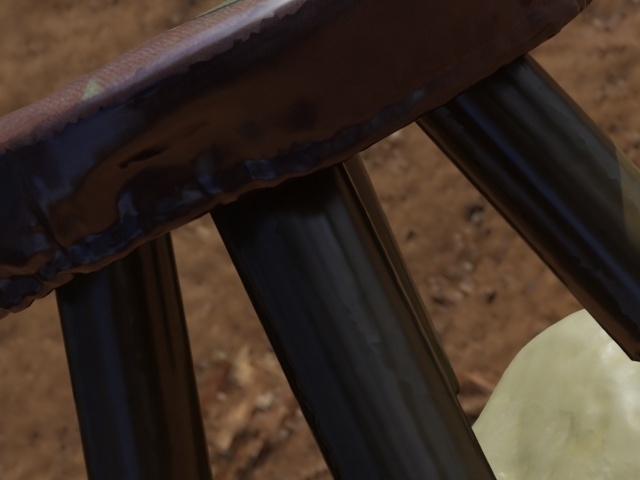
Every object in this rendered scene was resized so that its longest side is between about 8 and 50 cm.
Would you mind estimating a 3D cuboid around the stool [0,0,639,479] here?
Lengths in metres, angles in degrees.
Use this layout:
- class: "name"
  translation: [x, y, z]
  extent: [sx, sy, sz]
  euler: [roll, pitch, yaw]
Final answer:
- class: "stool"
  translation: [0.000, 0.000, 0.694]
  extent: [0.272, 0.178, 0.272]
  euler: [-27, 4, 2]

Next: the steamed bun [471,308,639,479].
- class: "steamed bun"
  translation: [0.220, 0.152, 0.874]
  extent: [0.276, 0.289, 0.203]
  euler: [-56, 23, -9]
